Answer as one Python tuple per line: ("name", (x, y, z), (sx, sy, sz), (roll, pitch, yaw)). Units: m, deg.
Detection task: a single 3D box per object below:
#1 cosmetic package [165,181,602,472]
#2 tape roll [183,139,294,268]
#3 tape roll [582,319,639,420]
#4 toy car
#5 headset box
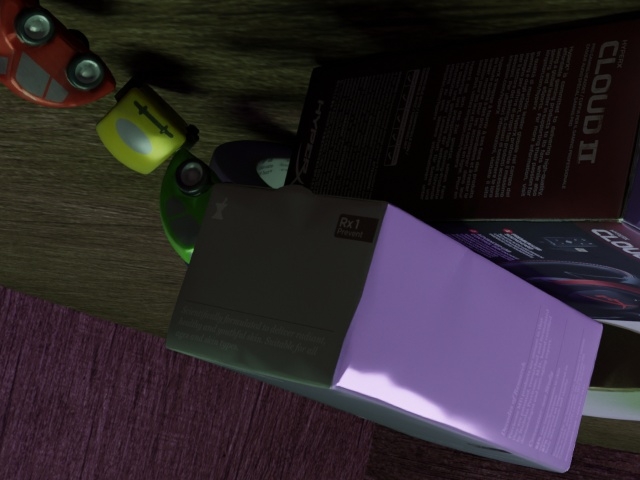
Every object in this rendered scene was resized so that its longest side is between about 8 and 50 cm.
("cosmetic package", (0.044, 0.053, 0.731), (0.127, 0.107, 0.238), (8, 170, 43))
("tape roll", (0.000, 0.000, 0.949), (0.189, 0.080, 0.189), (17, -162, -6))
("tape roll", (0.220, 0.070, 1.138), (0.392, 0.072, 0.392), (11, 161, 4))
("toy car", (-0.104, -0.048, 0.808), (0.225, 0.053, 0.239), (47, -175, 23))
("headset box", (0.153, -0.027, 0.754), (0.218, 0.110, 0.293), (21, 167, -37))
